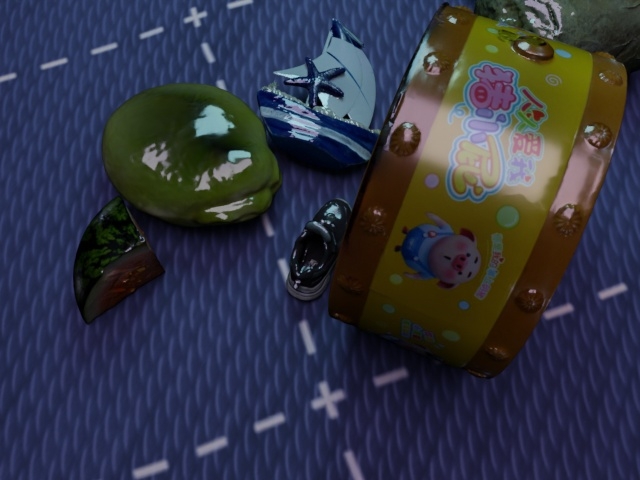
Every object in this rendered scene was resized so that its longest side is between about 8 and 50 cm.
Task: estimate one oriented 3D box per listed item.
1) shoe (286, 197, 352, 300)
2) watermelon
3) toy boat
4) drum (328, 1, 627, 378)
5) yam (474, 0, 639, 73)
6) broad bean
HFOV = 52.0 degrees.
[{"bbox_3d":[0.000,0.000,0.961,0.071,0.099,0.169,22,69,12],"label":"shoe"},{"bbox_3d":[-0.314,0.031,0.952,0.145,0.193,0.137,-34,116,-10],"label":"watermelon"},{"bbox_3d":[-0.003,-0.245,1.062,0.210,0.070,0.291,0,67,-21],"label":"toy boat"},{"bbox_3d":[0.181,-0.055,0.816,0.214,0.431,0.431,21,70,9],"label":"drum"},{"bbox_3d":[0.399,-0.333,1.038,0.300,0.195,0.195,-15,69,-5],"label":"yam"},{"bbox_3d":[-0.192,-0.132,1.006,0.291,0.119,0.238,25,69,10],"label":"broad bean"}]
